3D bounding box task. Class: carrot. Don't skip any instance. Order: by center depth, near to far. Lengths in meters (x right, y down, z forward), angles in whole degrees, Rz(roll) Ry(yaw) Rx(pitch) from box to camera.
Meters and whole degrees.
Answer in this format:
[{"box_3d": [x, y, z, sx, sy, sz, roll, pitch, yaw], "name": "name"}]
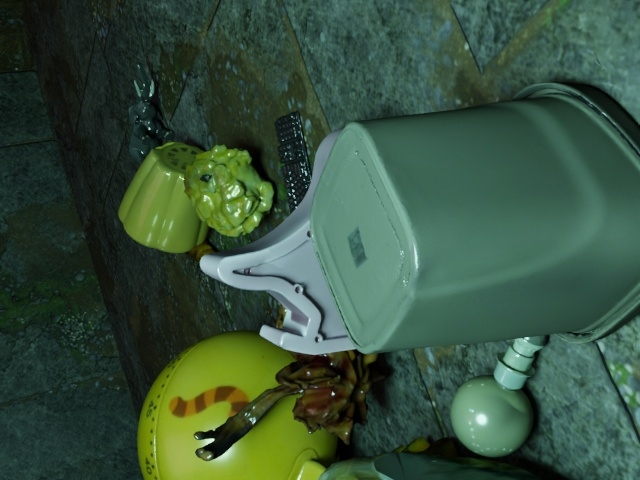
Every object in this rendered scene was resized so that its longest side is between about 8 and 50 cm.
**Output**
[{"box_3d": [-0.302, 0.004, 1.732, 0.314, 0.066, 0.066, 33, 130, 53], "name": "carrot"}]

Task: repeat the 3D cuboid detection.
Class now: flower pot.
[{"box_3d": [-0.306, -0.101, 1.583, 0.195, 0.195, 0.179, 55, 133, 36], "name": "flower pot"}]

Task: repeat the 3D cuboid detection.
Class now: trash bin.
[{"box_3d": [0.141, -0.011, 0.680, 0.219, 0.250, 0.219, 112, 143, -49], "name": "trash bin"}]

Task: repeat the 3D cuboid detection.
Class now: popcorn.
[{"box_3d": [-0.163, -0.092, 1.334, 0.173, 0.142, 0.173, 41, 139, 49], "name": "popcorn"}]

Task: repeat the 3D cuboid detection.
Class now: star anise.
[{"box_3d": [-0.026, 0.183, 1.026, 0.148, 0.346, 0.237, 13, 136, 52], "name": "star anise"}]

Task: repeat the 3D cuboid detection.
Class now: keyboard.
[{"box_3d": [-0.035, -0.090, 1.226, 0.072, 0.023, 0.231, -6, 96, 60], "name": "keyboard"}]

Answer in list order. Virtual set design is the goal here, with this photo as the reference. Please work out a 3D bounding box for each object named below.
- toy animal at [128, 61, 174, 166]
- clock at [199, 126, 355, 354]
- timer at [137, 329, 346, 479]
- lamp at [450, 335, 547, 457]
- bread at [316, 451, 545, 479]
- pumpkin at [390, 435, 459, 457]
[{"box_3d": [-0.406, -0.269, 1.786, 0.137, 0.082, 0.269, 48, 142, 42], "name": "toy animal"}, {"box_3d": [0.000, 0.000, 0.916, 0.080, 0.291, 0.275, 7, 103, 63], "name": "clock"}, {"box_3d": [-0.094, 0.313, 1.212, 0.387, 0.376, 0.375, -13, 90, 38], "name": "timer"}, {"box_3d": [0.205, 0.159, 0.828, 0.091, 0.091, 0.163, 46, 124, 45], "name": "lamp"}, {"box_3d": [0.089, 0.348, 0.761, 0.239, 0.396, 0.263, -101, 19, -74], "name": "bread"}, {"box_3d": [0.105, 0.352, 0.998, 0.130, 0.149, 0.254, 51, 141, 20], "name": "pumpkin"}]
